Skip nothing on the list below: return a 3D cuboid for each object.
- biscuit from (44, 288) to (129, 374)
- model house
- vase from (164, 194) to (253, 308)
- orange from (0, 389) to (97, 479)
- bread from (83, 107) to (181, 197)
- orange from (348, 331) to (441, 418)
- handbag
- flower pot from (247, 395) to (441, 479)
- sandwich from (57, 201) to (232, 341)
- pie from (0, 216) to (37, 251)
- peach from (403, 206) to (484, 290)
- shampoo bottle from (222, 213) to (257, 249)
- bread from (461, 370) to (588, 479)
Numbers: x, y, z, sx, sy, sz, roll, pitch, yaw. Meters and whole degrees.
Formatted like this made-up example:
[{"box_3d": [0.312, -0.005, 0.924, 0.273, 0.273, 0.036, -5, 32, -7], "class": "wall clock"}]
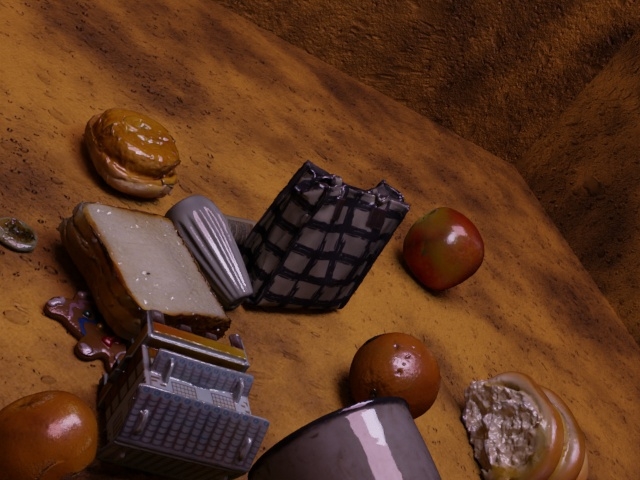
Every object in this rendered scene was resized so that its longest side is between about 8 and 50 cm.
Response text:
[{"box_3d": [-0.376, 0.165, 1.498, 0.205, 0.031, 0.138, 49, 27, 15], "class": "biscuit"}, {"box_3d": [-0.226, 0.256, 1.351, 0.224, 0.198, 0.215, 24, 24, -30], "class": "model house"}, {"box_3d": [-0.228, 0.028, 1.816, 0.248, 0.128, 0.128, 57, 29, 14], "class": "vase"}, {"box_3d": [-0.380, 0.279, 1.182, 0.154, 0.155, 0.134, -56, 136, -64], "class": "orange"}, {"box_3d": [-0.419, -0.198, 1.920, 0.198, 0.120, 0.236, 9, 38, -44], "class": "bread"}, {"box_3d": [0.155, 0.289, 1.822, 0.206, 0.206, 0.206, 31, 27, -18], "class": "orange"}, {"box_3d": [0.000, 0.000, 1.927, 0.325, 0.327, 0.162, 8, 35, -50], "class": "handbag"}, {"box_3d": [0.078, 0.454, 1.355, 0.293, 0.293, 0.330, 9, 44, -47], "class": "flower pot"}, {"box_3d": [-0.329, 0.067, 1.619, 0.271, 0.099, 0.301, 10, 39, -53], "class": "sandwich"}, {"box_3d": [-0.552, -0.012, 1.561, 0.085, 0.017, 0.085, 31, 26, -17], "class": "pie"}, {"box_3d": [0.350, 0.026, 2.470, 0.231, 0.231, 0.231, 31, 27, -18], "class": "peach"}, {"box_3d": [-0.187, -0.014, 1.980, 0.162, 0.079, 0.079, 10, 38, -46], "class": "shampoo bottle"}, {"box_3d": [0.495, 0.452, 1.991, 0.270, 0.211, 0.315, 28, 31, -25], "class": "bread"}]
